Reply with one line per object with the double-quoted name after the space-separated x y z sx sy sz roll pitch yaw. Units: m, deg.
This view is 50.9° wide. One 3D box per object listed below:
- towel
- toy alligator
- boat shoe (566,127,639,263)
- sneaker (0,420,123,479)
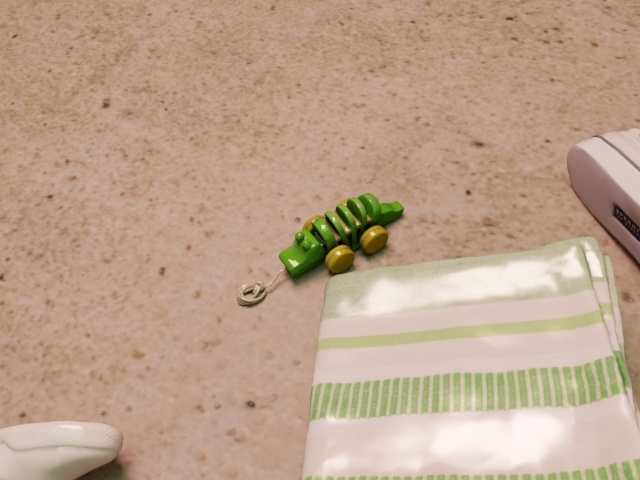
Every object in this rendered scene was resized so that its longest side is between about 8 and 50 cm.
0.103 0.128 0.479 0.248 0.038 0.324 -9 41 16 "towel"
0.000 0.000 0.640 0.190 0.051 0.056 -29 55 -14 "toy alligator"
0.324 -0.005 0.583 0.088 0.096 0.267 -22 45 -4 "boat shoe"
-0.252 0.199 0.520 0.212 0.080 0.094 -14 64 5 "sneaker"
